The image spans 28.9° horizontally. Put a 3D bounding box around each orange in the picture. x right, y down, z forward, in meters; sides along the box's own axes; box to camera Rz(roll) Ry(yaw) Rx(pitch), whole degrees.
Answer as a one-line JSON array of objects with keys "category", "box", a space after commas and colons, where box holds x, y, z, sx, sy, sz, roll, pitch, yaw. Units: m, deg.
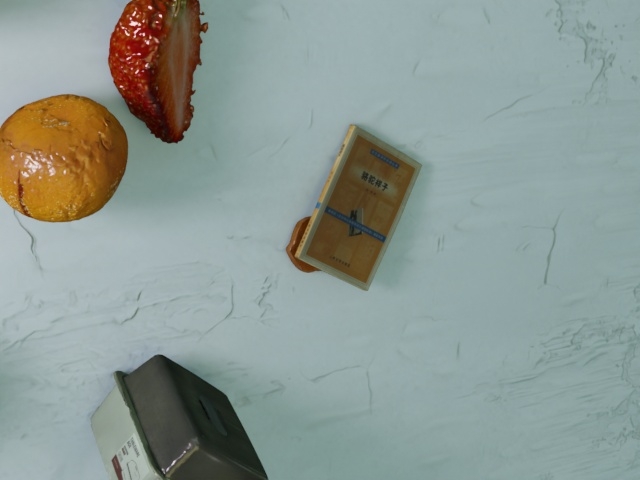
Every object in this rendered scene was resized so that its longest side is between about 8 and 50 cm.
[{"category": "orange", "box": [-0.361, -0.110, 1.721, 0.193, 0.193, 0.161, -22, 132, -25]}]

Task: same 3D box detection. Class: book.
[{"category": "book", "box": [0.067, -0.052, 2.094, 0.170, 0.018, 0.241, 26, 85, -37]}]

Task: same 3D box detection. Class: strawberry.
[{"category": "strawberry", "box": [-0.248, -0.264, 1.795, 0.175, 0.107, 0.236, -16, 123, -68]}]

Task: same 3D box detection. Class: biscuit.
[{"category": "biscuit", "box": [0.000, 0.000, 2.088, 0.130, 0.019, 0.102, -25, 116, -25]}]

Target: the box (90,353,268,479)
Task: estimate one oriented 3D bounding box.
[{"category": "box", "box": [-0.218, 0.323, 1.908, 0.166, 0.290, 0.220, -47, 126, 7]}]
